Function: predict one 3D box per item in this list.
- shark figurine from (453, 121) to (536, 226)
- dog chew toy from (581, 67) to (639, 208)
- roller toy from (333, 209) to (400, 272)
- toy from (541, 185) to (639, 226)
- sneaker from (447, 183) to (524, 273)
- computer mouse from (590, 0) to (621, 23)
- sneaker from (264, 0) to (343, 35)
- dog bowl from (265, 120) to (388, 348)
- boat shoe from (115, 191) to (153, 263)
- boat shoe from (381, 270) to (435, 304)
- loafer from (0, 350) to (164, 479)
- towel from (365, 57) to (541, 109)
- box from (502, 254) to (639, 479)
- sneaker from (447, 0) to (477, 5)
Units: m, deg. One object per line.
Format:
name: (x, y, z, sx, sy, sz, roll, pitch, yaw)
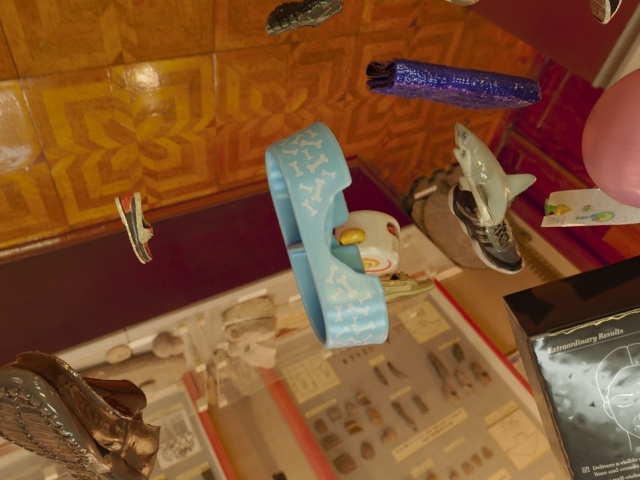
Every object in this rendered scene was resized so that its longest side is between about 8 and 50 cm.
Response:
shark figurine: (0.316, -0.080, 0.855, 0.116, 0.166, 0.278, -26, 147, 9)
dog chew toy: (0.508, -0.107, 0.608, 0.207, 0.332, 0.206, -11, 120, -20)
roller toy: (0.136, 0.012, 1.416, 0.191, 0.146, 0.209, 8, 156, -8)
toy: (0.634, -0.091, 1.102, 0.238, 0.056, 0.136, -6, 146, 11)
sneaker: (0.424, -0.039, 1.178, 0.101, 0.268, 0.153, -34, 176, -16)
computer mouse: (0.550, -0.512, 0.929, 0.042, 0.106, 0.193, -21, 136, 12)
sneaker: (-0.046, -0.710, 1.544, 0.268, 0.101, 0.106, -23, 157, 8)
dog bowl: (0.000, 0.000, 0.625, 0.074, 0.296, 0.166, -16, -179, -13)
boat shoe: (-0.326, -0.022, 0.877, 0.043, 0.049, 0.136, -18, 117, -15)
boat shoe: (0.126, 0.072, 0.774, 0.136, 0.045, 0.050, -8, 163, -34)
loafer: (-0.326, 0.246, 0.683, 0.134, 0.130, 0.365, 8, 139, 10)
towel: (0.261, -0.316, 1.006, 0.309, 0.227, 0.076, 5, 108, -10)
box: (0.558, 0.268, 0.907, 0.294, 0.395, 0.212, -19, -169, 12)
sneaker: (0.173, -0.446, 0.766, 0.064, 0.192, 0.086, -48, 154, 24)
